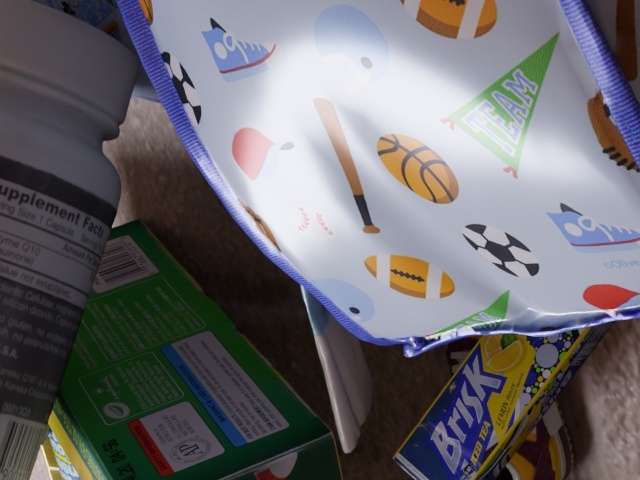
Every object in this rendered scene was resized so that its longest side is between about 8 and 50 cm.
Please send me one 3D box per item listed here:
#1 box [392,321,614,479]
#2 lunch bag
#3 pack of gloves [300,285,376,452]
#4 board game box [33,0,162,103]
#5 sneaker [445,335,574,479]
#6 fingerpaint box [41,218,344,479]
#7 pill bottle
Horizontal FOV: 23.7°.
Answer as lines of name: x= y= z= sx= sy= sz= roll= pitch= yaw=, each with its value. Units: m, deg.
box: x=0.125 y=0.101 z=1.039 sx=0.059 sy=0.054 sz=0.169 roll=40 pitch=103 yaw=23
lunch bag: x=0.076 y=-0.130 z=0.851 sx=0.328 sy=0.239 sz=0.385 roll=-16 pitch=100 yaw=50
pack of gloves: x=0.000 y=0.000 z=1.074 sx=0.046 sy=0.195 sz=0.232 roll=-6 pitch=116 yaw=18
board game box: x=-0.158 y=-0.242 z=1.125 sx=0.318 sy=0.066 sz=0.319 roll=17 pitch=142 yaw=42
sneaker: x=0.120 y=0.113 z=1.102 sx=0.069 sy=0.084 sz=0.185 roll=-11 pitch=107 yaw=52
fingerpaint box: x=-0.116 y=0.240 z=1.279 sx=0.445 sy=0.163 sz=0.371 roll=42 pitch=148 yaw=57
pill bottle: x=-0.268 y=0.010 z=1.124 sx=0.204 sy=0.204 sz=0.361 roll=6 pitch=76 yaw=47
